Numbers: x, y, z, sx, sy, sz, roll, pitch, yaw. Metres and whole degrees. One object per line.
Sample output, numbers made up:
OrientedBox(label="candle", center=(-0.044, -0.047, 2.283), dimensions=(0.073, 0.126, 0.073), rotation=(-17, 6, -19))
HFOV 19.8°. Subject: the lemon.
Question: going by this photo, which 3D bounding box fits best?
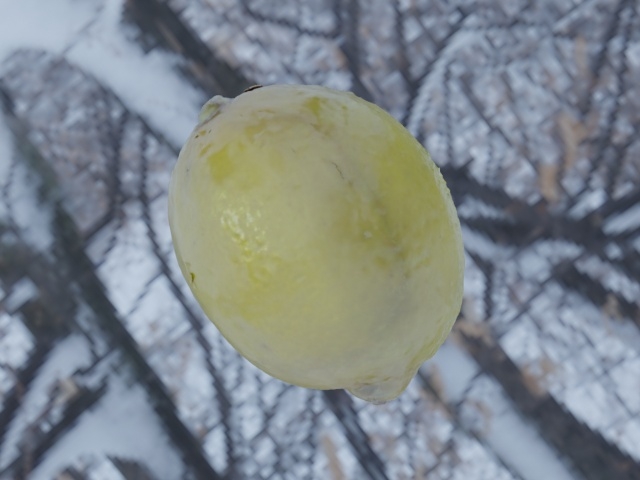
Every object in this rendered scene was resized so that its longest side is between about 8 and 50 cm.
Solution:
OrientedBox(label="lemon", center=(-0.002, -0.004, 1.513), dimensions=(0.236, 0.263, 0.236), rotation=(-18, -147, 12))
